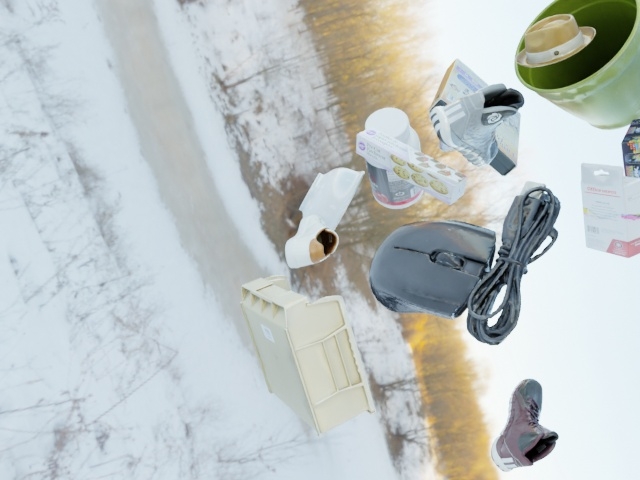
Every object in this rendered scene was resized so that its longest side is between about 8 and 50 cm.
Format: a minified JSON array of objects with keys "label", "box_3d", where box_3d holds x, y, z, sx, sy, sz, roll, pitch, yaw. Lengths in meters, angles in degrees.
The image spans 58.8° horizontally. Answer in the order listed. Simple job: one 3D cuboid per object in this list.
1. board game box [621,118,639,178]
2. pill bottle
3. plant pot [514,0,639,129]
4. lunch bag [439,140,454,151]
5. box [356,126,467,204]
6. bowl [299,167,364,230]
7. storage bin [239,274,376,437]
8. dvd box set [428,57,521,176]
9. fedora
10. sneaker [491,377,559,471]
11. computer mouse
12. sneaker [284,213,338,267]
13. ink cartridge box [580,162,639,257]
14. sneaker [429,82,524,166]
[{"label":"board game box","box_3d":[0.815,-0.218,1.451,0.170,0.048,0.141,-41,122,-43]},{"label":"pill bottle","box_3d":[0.229,-0.258,1.792,0.318,0.176,0.176,68,6,-54]},{"label":"plant pot","box_3d":[0.854,-0.525,1.743,0.353,0.366,0.366,27,35,-36]},{"label":"lunch bag","box_3d":[0.339,-0.276,1.492,0.083,0.053,0.071,-35,129,-51]},{"label":"box","box_3d":[0.231,-0.200,1.488,0.324,0.063,0.067,35,-37,30]},{"label":"bowl","box_3d":[0.019,-0.132,1.903,0.134,0.298,0.298,29,11,-3]},{"label":"storage bin","box_3d":[-0.039,0.209,1.127,0.262,0.123,0.260,12,-60,64]},{"label":"dvd box set","box_3d":[0.504,-0.404,1.805,0.307,0.062,0.420,38,37,-7]},{"label":"fedora","box_3d":[0.581,-0.511,1.426,0.079,0.194,0.194,59,11,-28]},{"label":"sneaker","box_3d":[0.572,0.484,1.498,0.106,0.281,0.162,40,-32,-10]},{"label":"computer mouse","box_3d":[0.138,0.020,0.679,0.072,0.188,0.272,36,-20,-21]},{"label":"sneaker","box_3d":[0.000,0.000,1.538,0.290,0.123,0.106,-62,141,-66]},{"label":"ink cartridge box","box_3d":[0.626,-0.074,1.210,0.115,0.067,0.198,28,-46,64]},{"label":"sneaker","box_3d":[0.291,-0.196,0.958,0.228,0.132,0.086,5,63,-54]}]
